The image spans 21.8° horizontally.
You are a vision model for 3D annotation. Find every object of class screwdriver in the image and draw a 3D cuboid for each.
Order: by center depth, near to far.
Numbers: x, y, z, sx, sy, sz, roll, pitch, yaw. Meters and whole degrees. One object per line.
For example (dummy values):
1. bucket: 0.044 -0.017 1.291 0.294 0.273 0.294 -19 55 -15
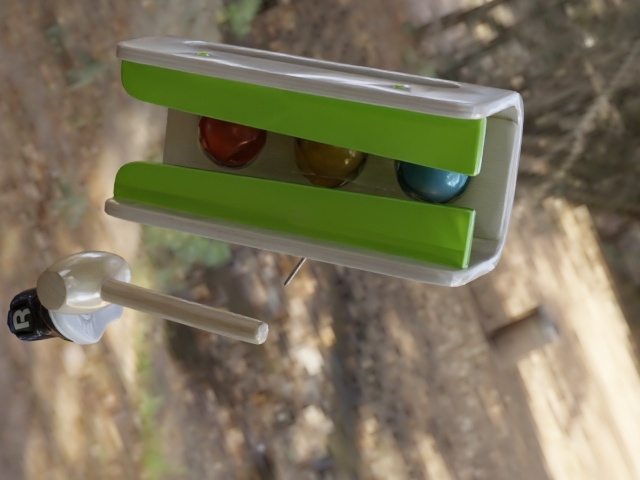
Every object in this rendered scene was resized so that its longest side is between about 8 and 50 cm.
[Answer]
1. screwdriver: 0.000 0.000 1.752 0.025 0.170 0.024 27 43 -2

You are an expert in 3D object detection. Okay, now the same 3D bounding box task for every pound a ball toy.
1. pound a ball toy: -0.030 -0.028 1.181 0.136 0.319 0.208 -23 121 -65

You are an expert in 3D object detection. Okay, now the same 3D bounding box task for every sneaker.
1. sneaker: -0.307 0.087 1.880 0.217 0.121 0.079 -11 87 -81
